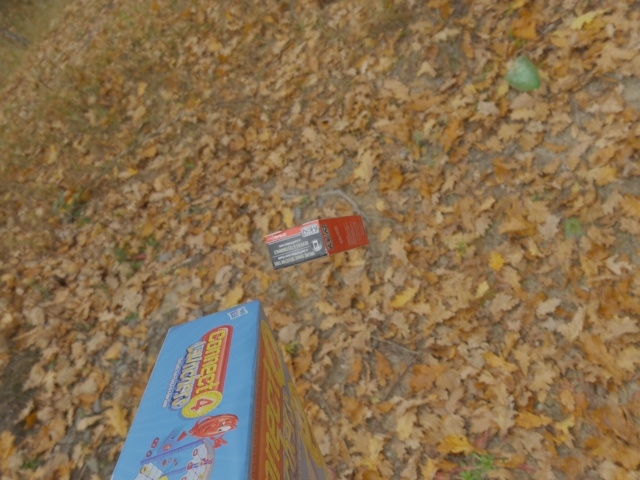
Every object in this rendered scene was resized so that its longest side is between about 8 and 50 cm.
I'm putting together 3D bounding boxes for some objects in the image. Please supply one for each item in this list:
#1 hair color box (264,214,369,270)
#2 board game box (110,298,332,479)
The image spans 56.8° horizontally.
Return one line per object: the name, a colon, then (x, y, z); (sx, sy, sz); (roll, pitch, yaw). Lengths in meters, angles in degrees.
hair color box: (0.000, 0.000, 0.708); (0.072, 0.141, 0.043); (-16, 89, 22)
board game box: (-0.035, 0.241, 0.416); (0.086, 0.302, 0.308); (-19, 19, 2)
